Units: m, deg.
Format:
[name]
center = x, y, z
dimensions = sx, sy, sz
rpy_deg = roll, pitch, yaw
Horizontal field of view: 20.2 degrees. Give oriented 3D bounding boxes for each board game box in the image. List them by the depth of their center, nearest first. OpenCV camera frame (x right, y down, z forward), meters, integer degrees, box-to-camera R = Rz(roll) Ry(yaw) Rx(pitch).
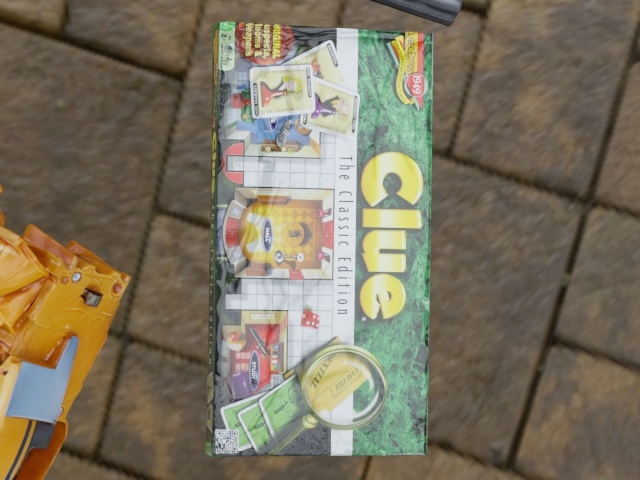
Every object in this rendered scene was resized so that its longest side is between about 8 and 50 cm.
[board game box]
center = 0.000, 0.000, 1.085
dimensions = 0.136, 0.030, 0.260
rpy_deg = 1, 88, -16

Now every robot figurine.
[robot figurine]
center = -0.214, 0.107, 0.847
dimensions = 0.211, 0.085, 0.291
rpy_deg = 32, 95, 41

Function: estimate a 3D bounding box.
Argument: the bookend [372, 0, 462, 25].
[bookend]
center = 0.055, -0.181, 0.632
dimensions = 0.072, 0.156, 0.157
rpy_deg = 16, 72, -14
